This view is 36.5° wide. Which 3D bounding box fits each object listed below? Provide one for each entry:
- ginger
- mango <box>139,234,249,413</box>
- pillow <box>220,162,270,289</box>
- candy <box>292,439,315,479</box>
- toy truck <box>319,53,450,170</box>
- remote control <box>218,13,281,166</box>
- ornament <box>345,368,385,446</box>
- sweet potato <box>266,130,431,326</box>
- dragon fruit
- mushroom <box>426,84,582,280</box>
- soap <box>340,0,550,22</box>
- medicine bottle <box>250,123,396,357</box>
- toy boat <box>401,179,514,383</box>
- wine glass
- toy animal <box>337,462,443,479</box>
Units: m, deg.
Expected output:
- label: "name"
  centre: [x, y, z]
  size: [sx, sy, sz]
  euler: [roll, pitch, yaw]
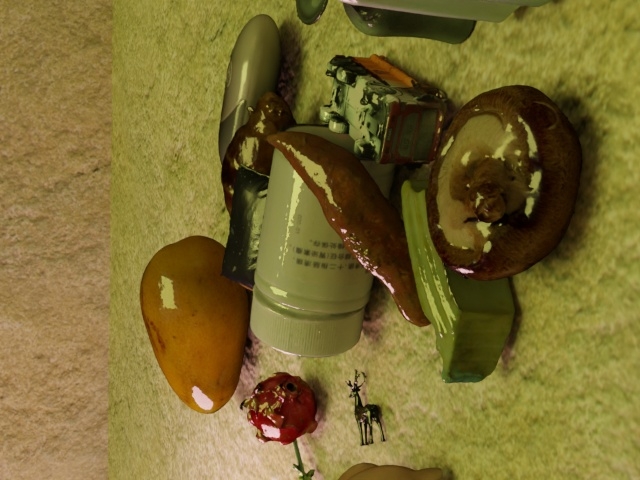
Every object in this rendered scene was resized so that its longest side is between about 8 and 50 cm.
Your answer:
- label: "ginger"
  centre: [-0.082, -0.081, 1.749]
  size: [0.274, 0.152, 0.357]
  euler: [165, 102, -64]
- label: "mango"
  centre: [-0.261, 0.178, 2.061]
  size: [0.264, 0.221, 0.378]
  euler: [1, 99, 62]
- label: "pillow"
  centre: [-0.110, -0.016, 1.649]
  size: [0.141, 0.055, 0.208]
  euler: [24, 112, 43]
- label: "candy"
  centre: [-0.031, 0.418, 1.749]
  size: [0.262, 0.077, 0.073]
  euler: [-110, 9, -53]
- label: "toy truck"
  centre: [0.088, -0.194, 1.418]
  size: [0.270, 0.135, 0.114]
  euler: [-127, 42, -59]
- label: "remote control"
  centre: [-0.139, -0.277, 1.902]
  size: [0.221, 0.103, 0.332]
  euler: [-83, 4, -67]
- label: "ornament"
  centre: [0.071, 0.266, 1.560]
  size: [0.073, 0.028, 0.125]
  euler: [141, 124, -60]
- label: "sweet potato"
  centre: [0.063, -0.029, 1.351]
  size: [0.354, 0.095, 0.106]
  euler: [51, 140, -5]
- label: "dragon fruit"
  centre: [-0.065, 0.301, 1.740]
  size: [0.133, 0.136, 0.166]
  euler: [44, 149, 13]
- label: "mushroom"
  centre: [0.220, -0.066, 1.142]
  size: [0.194, 0.138, 0.231]
  euler: [-117, 45, -67]
- label: "soap"
  centre: [0.108, -0.373, 1.114]
  size: [0.115, 0.347, 0.208]
  euler: [-12, 79, 63]
- label: "medicine bottle"
  centre: [0.000, 0.000, 1.523]
  size: [0.190, 0.190, 0.332]
  euler: [-136, 52, -58]
- label: "toy boat"
  centre: [0.176, 0.038, 1.236]
  size: [0.084, 0.111, 0.276]
  euler: [137, 129, -56]
- label: "wine glass"
  centre: [0.091, -0.319, 1.286]
  size: [0.103, 0.231, 0.103]
  euler: [-177, 90, -65]
- label: "toy animal"
  centre: [0.078, 0.401, 1.395]
  size: [0.250, 0.154, 0.166]
  euler: [-45, 58, 60]
